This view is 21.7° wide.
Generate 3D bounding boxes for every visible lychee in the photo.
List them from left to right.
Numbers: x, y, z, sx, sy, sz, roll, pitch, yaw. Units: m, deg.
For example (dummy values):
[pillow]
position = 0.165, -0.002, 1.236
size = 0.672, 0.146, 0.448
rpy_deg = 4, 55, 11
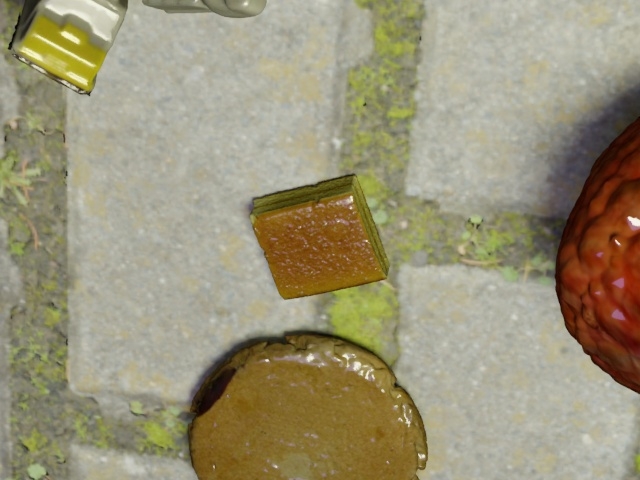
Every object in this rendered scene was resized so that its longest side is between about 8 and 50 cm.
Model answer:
[lychee]
position = 0.304, 0.001, 1.221
size = 0.255, 0.300, 0.255
rpy_deg = 12, 109, 37

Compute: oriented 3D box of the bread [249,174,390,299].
[bread]
position = 0.000, 0.000, 1.377
size = 0.094, 0.035, 0.090
rpy_deg = -13, 117, 17

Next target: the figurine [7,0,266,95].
[figurine]
position = -0.143, -0.268, 1.187
size = 0.308, 0.143, 0.308
rpy_deg = 7, 114, 17

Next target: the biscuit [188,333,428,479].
[biscuit]
position = -0.012, 0.177, 1.475
size = 0.226, 0.042, 0.226
rpy_deg = 4, 119, 6
